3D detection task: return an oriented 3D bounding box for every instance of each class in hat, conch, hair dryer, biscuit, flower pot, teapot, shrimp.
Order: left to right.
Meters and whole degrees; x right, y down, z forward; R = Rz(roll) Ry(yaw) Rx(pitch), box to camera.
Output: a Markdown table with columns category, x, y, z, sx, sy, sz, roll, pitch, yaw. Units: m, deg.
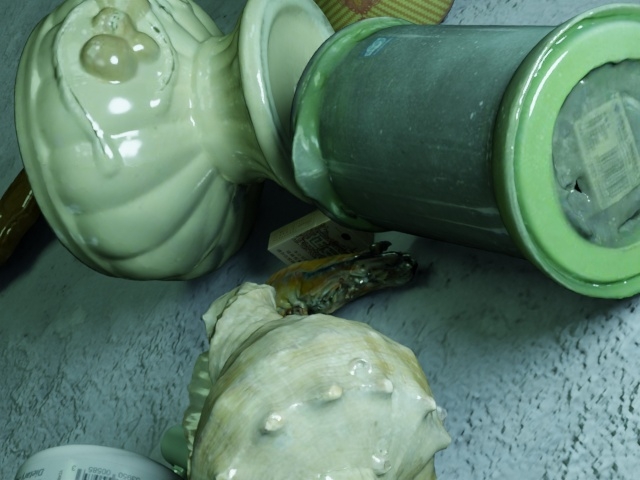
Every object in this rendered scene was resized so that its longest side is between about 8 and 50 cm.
| category | x | y | z | sx | sy | sz | roll | pitch | yaw |
| --- | --- | --- | --- | --- | --- | --- | --- | --- | --- |
| biscuit | -0.400 | -0.024 | 1.798 | 0.215 | 0.034 | 0.182 | -54 | 19 | 4 |
| hair dryer | -0.130 | 0.223 | 1.234 | 0.063 | 0.038 | 0.124 | 10 | 70 | 55 |
| flower pot | -0.113 | -0.120 | 1.347 | 0.244 | 0.307 | 0.307 | -12 | 45 | 23 |
| conch | -0.020 | 0.160 | 1.032 | 0.263 | 0.186 | 0.324 | -58 | 13 | 19 |
| shrimp | -0.008 | 0.071 | 1.227 | 0.219 | 0.046 | 0.152 | -23 | 39 | 42 |
| hat | 0.038 | -0.275 | 1.393 | 0.193 | 0.193 | 0.082 | -30 | -1 | 29 |
| teapot | 0.143 | -0.095 | 1.104 | 0.270 | 0.200 | 0.337 | -33 | 23 | -23 |

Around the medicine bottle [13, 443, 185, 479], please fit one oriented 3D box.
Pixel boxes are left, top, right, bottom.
| category | x | y | z | sx | sy | sz | roll | pitch | yaw |
| --- | --- | --- | --- | --- | --- | --- | --- | --- | --- |
| medicine bottle | -0.192 | 0.314 | 1.086 | 0.157 | 0.157 | 0.289 | -22 | 43 | 37 |

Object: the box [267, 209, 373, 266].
| category | x | y | z | sx | sy | sz | roll | pitch | yaw |
| --- | --- | --- | --- | --- | --- | --- | --- | --- | --- |
| box | 0.000 | 0.000 | 1.288 | 0.083 | 0.053 | 0.024 | -25 | 40 | 36 |

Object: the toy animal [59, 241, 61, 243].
| category | x | y | z | sx | sy | sz | roll | pitch | yaw |
| --- | --- | --- | --- | --- | --- | --- | --- | --- | --- |
| toy animal | -0.242 | -0.043 | 1.636 | 0.149 | 0.054 | 0.275 | -49 | 29 | -5 |
